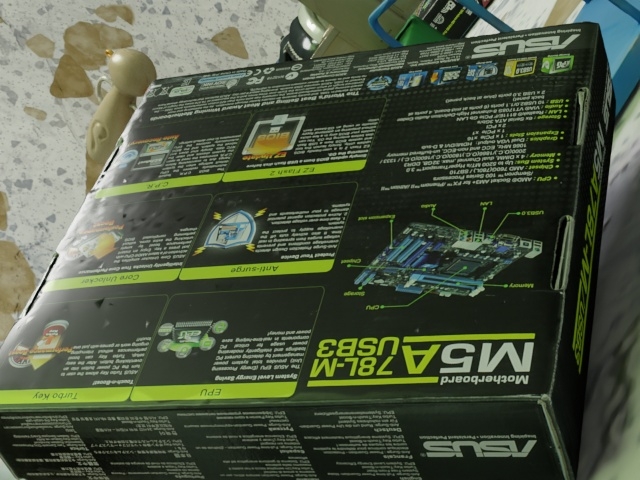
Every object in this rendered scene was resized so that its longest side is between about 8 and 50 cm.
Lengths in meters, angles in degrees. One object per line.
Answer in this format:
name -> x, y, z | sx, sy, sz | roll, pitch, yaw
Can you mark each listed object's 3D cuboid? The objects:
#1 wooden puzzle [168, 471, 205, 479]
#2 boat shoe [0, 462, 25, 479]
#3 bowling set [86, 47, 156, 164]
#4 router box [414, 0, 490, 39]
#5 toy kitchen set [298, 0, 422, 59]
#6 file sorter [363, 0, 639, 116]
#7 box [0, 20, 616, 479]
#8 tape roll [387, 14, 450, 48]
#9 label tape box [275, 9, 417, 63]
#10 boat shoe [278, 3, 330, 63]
wooden puzzle -> -0.095, 0.220, 0.469 | 0.348, 0.080, 0.322 | -57, 6, 31
boat shoe -> -0.157, 0.217, 0.758 | 0.335, 0.121, 0.119 | 113, 178, -62
bowling set -> -0.067, -0.081, 1.113 | 0.200, 0.287, 0.154 | -25, -27, -43
router box -> 0.119, -0.214, 1.043 | 0.092, 0.038, 0.122 | -50, 9, 34
toy kitchen set -> 0.021, -0.152, 0.717 | 0.083, 0.068, 0.075 | -50, 10, 37
file sorter -> 0.094, -0.113, 0.546 | 0.170, 0.104, 0.118 | -57, 8, -7
box -> 0.000, 0.000, 0.415 | 0.190, 0.045, 0.184 | -5, 43, 21
tape roll -> -0.006, 0.011, 0.749 | 0.321, 0.077, 0.321 | -54, 7, 10
label tape box -> 0.043, -0.240, 1.361 | 0.348, 0.115, 0.249 | -54, 8, -6
boat shoe -> 0.014, -0.141, 1.066 | 0.113, 0.127, 0.340 | -56, 6, 12
